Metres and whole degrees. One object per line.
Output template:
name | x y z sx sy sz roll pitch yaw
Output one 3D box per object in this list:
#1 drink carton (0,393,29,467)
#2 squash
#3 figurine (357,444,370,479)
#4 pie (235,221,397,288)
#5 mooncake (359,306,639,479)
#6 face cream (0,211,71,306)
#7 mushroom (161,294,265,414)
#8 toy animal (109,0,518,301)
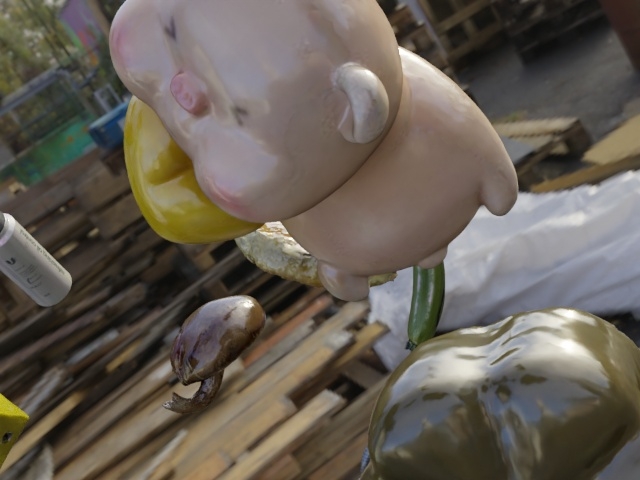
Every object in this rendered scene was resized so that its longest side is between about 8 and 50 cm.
drink carton | -0.510 0.145 1.058 0.111 0.351 0.154 -59 -23 -2
squash | 0.228 0.095 2.038 0.080 0.319 0.071 6 -4 -44
figurine | 0.204 0.363 1.782 0.382 0.186 0.261 -52 -14 -23
pie | 0.000 0.000 1.791 0.339 0.339 0.083 -90 14 -67
mooncake | 0.273 0.326 1.235 0.467 0.467 0.262 -28 3 18
face cream | -0.597 0.014 1.832 0.092 0.311 0.092 -12 53 16
mushroom | -0.140 0.135 1.171 0.171 0.080 0.135 -60 13 -20
toy animal | -0.029 -0.090 0.748 0.277 0.345 0.247 -40 2 -1
